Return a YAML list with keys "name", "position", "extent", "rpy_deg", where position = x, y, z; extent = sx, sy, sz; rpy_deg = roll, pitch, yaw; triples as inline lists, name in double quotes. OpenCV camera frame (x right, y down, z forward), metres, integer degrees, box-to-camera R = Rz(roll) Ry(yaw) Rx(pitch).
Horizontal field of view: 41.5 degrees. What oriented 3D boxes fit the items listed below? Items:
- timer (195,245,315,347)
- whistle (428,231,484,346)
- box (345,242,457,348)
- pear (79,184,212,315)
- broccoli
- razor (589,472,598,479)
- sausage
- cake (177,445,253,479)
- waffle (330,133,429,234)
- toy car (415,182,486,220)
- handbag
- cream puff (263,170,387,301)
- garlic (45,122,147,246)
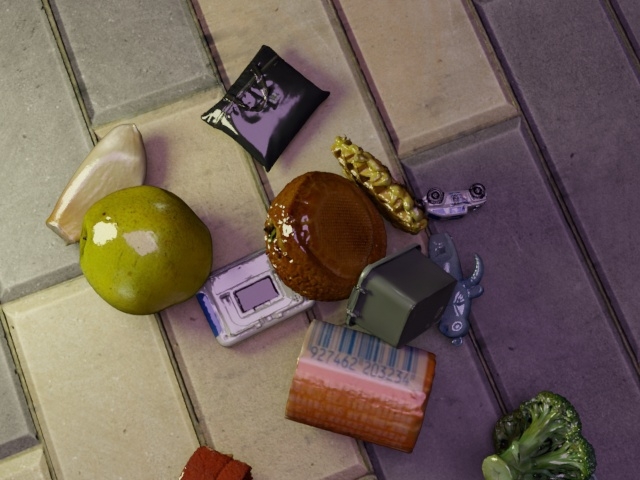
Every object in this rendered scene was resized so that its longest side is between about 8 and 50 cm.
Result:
- name: "timer"
  position: [-0.149, 0.120, 1.937]
  extent: [0.253, 0.078, 0.178]
  rpy_deg: [-26, 81, -8]
- name: "whistle"
  position: [0.295, 0.111, 1.946]
  extent: [0.180, 0.093, 0.269]
  rpy_deg: [-15, 77, 21]
- name: "box"
  position: [0.181, 0.124, 1.828]
  extent: [0.135, 0.243, 0.163]
  rpy_deg: [35, 123, 26]
- name: "pear"
  position: [-0.389, 0.019, 1.854]
  extent: [0.294, 0.294, 0.294]
  rpy_deg: [0, 78, -2]
- name: "broccoli"
  position: [0.449, 0.456, 1.789]
  extent: [0.269, 0.254, 0.269]
  rpy_deg: [-4, 95, -44]
- name: "razor"
  position: [0.590, 0.502, 1.902]
  extent: [0.111, 0.056, 0.278]
  rpy_deg: [-28, 73, -6]
- name: "sausage"
  position: [0.086, 0.311, 1.825]
  extent: [0.287, 0.233, 0.233]
  rpy_deg: [14, 78, 2]
- name: "cake"
  position: [-0.254, 0.584, 1.787]
  extent: [0.150, 0.177, 0.283]
  rpy_deg: [26, 77, 3]
- name: "waffle"
  position: [0.125, -0.119, 1.884]
  extent: [0.058, 0.301, 0.281]
  rpy_deg: [-44, 86, -4]
- name: "toy car"
  position: [0.307, -0.087, 1.993]
  extent: [0.170, 0.080, 0.070]
  rpy_deg: [-7, 79, -4]
- name: "handbag"
  position: [-0.132, -0.322, 2.024]
  extent: [0.211, 0.089, 0.254]
  rpy_deg: [37, 79, 0]
- name: "cream puff"
  position: [0.000, 0.000, 1.861]
  extent: [0.303, 0.212, 0.303]
  rpy_deg: [14, 67, -37]
- name: "garlic"
  position: [-0.504, -0.123, 1.957]
  extent: [0.143, 0.112, 0.318]
  rpy_deg: [38, 77, -16]
